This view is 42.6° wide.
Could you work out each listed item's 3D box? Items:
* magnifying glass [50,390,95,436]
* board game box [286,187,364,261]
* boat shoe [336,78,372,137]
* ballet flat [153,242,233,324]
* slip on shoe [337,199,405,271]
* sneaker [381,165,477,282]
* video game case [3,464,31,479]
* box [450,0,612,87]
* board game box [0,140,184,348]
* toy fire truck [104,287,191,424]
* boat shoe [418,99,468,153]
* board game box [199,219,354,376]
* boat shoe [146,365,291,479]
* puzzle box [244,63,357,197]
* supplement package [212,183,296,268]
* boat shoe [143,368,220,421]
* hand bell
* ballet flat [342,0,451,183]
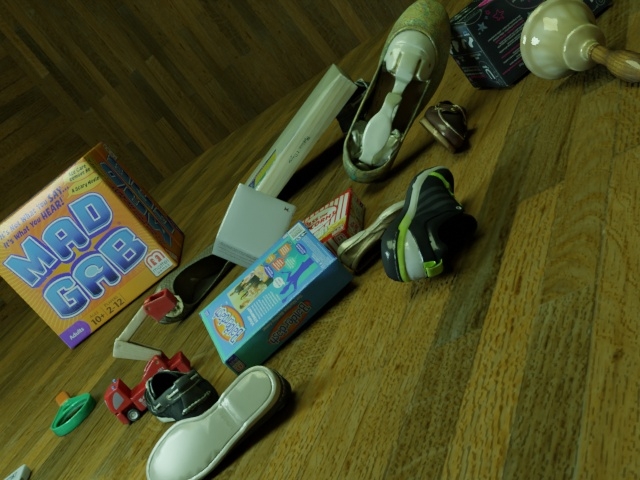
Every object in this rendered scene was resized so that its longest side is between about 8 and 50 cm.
[{"bbox_3d":[-0.484,0.324,1.583,0.092,0.026,0.231,-44,18,-18],"label":"magnifying glass"},{"bbox_3d":[0.000,0.000,1.345,0.147,0.045,0.193,-34,16,16],"label":"board game box"},{"bbox_3d":[0.101,-0.344,1.995,0.108,0.102,0.301,-28,19,35],"label":"boat shoe"},{"bbox_3d":[-0.244,0.076,1.641,0.058,0.084,0.250,-24,15,47],"label":"ballet flat"},{"bbox_3d":[0.088,-0.006,1.174,0.135,0.051,0.041,-33,54,-9],"label":"slip on shoe"},{"bbox_3d":[0.153,-0.018,1.030,0.097,0.084,0.234,-2,33,26],"label":"sneaker"},{"bbox_3d":[-0.571,0.472,1.352,0.190,0.022,0.173,-38,15,0],"label":"video game case"},{"bbox_3d":[0.364,-0.404,1.487,0.247,0.142,0.163,-38,14,-3],"label":"box"},{"bbox_3d":[-0.622,-0.002,2.196,0.356,0.356,0.356,-38,15,4],"label":"board game box"},{"bbox_3d":[-0.277,0.182,1.287,0.192,0.135,0.047,-39,15,0],"label":"toy fire truck"},{"bbox_3d":[0.211,-0.199,1.374,0.073,0.073,0.207,-42,14,11],"label":"boat shoe"},{"bbox_3d":[-0.069,0.081,1.181,0.210,0.047,0.160,-42,29,0],"label":"board game box"},{"bbox_3d":[-0.116,0.228,0.970,0.206,0.075,0.065,-42,-28,9],"label":"boat shoe"},{"bbox_3d":[-0.063,-0.226,1.930,0.409,0.052,0.272,-52,13,13],"label":"puzzle box"},{"bbox_3d":[-0.117,-0.016,1.413,0.179,0.105,0.105,136,157,-76],"label":"supplement package"},{"bbox_3d":[-0.206,0.210,1.160,0.084,0.079,0.233,-47,15,-21],"label":"boat shoe"},{"bbox_3d":[0.387,-0.259,1.135,0.126,0.126,0.242,-38,26,4],"label":"hand bell"},{"bbox_3d":[0.134,-0.259,1.438,0.123,0.123,0.348,-118,51,-75],"label":"ballet flat"}]
